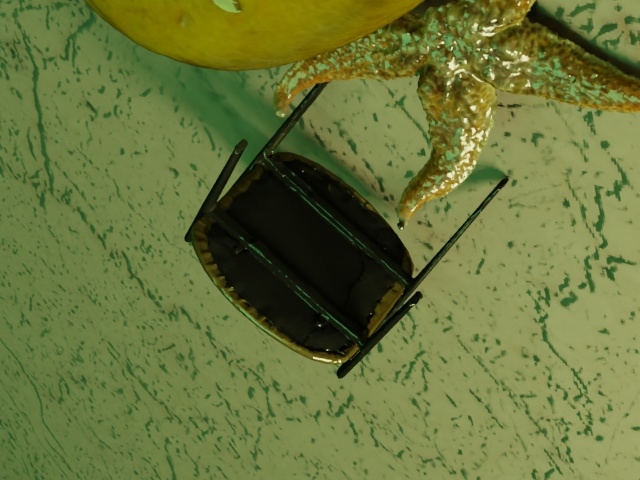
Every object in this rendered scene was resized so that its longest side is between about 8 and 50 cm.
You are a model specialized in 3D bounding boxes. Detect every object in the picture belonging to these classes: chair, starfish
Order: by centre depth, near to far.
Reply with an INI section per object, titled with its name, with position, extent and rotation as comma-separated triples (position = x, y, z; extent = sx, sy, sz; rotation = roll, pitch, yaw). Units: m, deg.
[starfish]
position = 0.092, -0.097, 1.224
extent = 0.247, 0.050, 0.138
rotation = -22, 104, 34
[chair]
position = 0.000, 0.000, 1.391
extent = 0.158, 0.172, 0.247
rotation = 42, 142, 2

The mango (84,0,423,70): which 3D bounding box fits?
[mango]
position = -0.028, -0.233, 1.135
extent = 0.365, 0.182, 0.253
rotation = -16, 113, 42
